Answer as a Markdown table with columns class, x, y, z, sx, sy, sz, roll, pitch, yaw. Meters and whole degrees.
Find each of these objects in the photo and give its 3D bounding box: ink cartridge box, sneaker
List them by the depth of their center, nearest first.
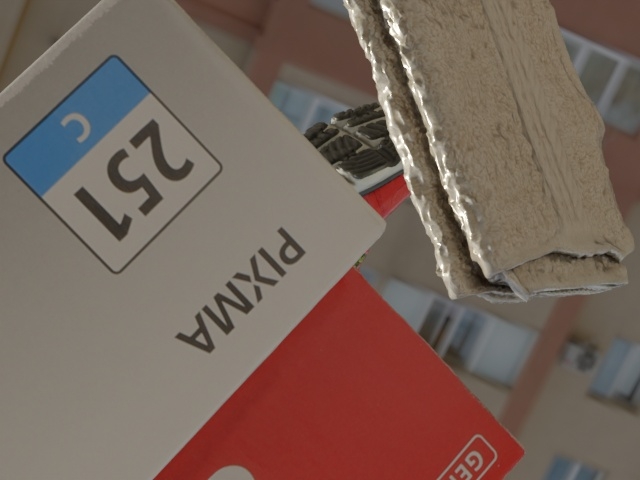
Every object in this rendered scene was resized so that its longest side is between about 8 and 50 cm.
| class | x | y | z | sx | sy | sz | roll | pitch | yaw |
| --- | --- | --- | --- | --- | --- | --- | --- | --- | --- |
| ink cartridge box | -0.083 | 0.093 | 0.591 | 0.261 | 0.296 | 0.066 | 46 | 162 | -9 |
| sneaker | 0.000 | 0.000 | 1.229 | 0.118 | 0.279 | 0.107 | 52 | 178 | -33 |

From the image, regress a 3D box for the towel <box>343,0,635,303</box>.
| class | x | y | z | sx | sy | sz | roll | pitch | yaw |
| --- | --- | --- | --- | --- | --- | --- | --- | --- | --- |
| towel | 0.084 | -0.099 | 0.872 | 0.187 | 0.049 | 0.282 | -3 | -110 | -58 |
